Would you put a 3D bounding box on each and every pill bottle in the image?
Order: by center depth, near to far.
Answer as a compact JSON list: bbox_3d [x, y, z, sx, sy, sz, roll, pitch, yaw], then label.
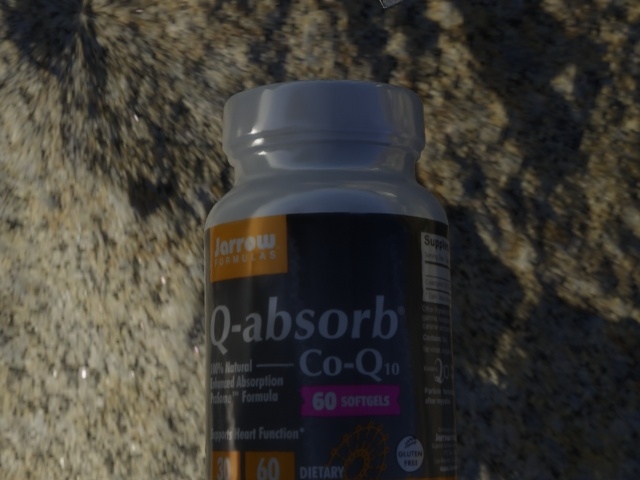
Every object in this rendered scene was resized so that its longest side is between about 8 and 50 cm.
[{"bbox_3d":[0.005,0.047,0.875,0.162,0.162,0.278,0,82,-10],"label":"pill bottle"}]

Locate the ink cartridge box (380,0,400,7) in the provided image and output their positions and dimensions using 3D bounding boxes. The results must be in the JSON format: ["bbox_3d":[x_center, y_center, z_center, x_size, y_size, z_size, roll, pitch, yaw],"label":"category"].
[{"bbox_3d":[0.075,-0.338,1.293,0.128,0.127,0.176,-25,74,7],"label":"ink cartridge box"}]
